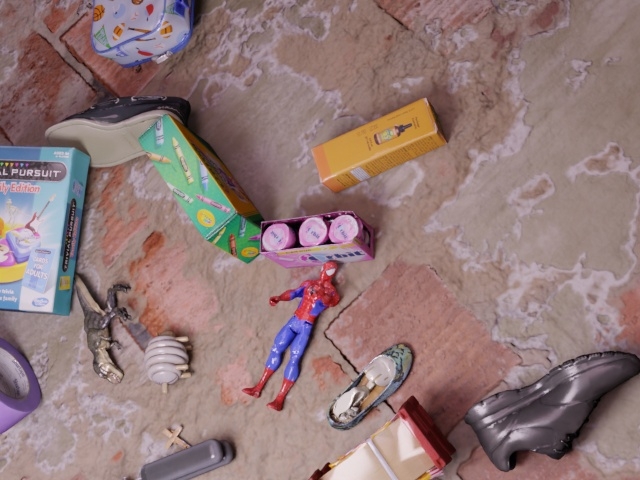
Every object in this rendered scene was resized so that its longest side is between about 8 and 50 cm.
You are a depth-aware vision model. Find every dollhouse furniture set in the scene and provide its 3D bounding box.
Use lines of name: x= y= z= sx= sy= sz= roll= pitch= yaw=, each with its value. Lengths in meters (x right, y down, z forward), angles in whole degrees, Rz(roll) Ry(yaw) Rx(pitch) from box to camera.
dollhouse furniture set: x=0.169 y=0.456 z=1.490 sx=0.201 sy=0.152 sz=0.374 roll=-38 pitch=79 yaw=9

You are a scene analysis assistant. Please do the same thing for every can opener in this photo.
can opener: x=-0.282 y=0.436 z=1.718 sx=0.280 sy=0.074 sz=0.093 roll=-28 pitch=68 yaw=14

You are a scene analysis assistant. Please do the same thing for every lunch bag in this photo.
lunch bag: x=-0.363 y=-0.517 z=2.025 sx=0.243 sy=0.115 sz=0.303 roll=-11 pitch=69 yaw=32

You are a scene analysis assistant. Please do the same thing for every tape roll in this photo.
tape roll: x=-0.643 y=0.278 z=1.868 sx=0.080 sy=0.189 sz=0.189 roll=-36 pitch=62 yaw=10

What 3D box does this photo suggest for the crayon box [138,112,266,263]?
crayon box: x=-0.214 y=-0.098 z=1.809 sx=0.081 sy=0.165 sz=0.278 roll=-41 pitch=62 yaw=8

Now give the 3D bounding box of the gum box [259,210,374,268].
gum box: x=0.000 y=0.000 z=1.713 sx=0.189 sy=0.107 sz=0.062 roll=-7 pitch=71 yaw=22

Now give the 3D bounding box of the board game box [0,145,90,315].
board game box: x=-0.623 y=-0.023 z=1.953 sx=0.254 sy=0.079 sz=0.335 roll=3 pitch=80 yaw=13

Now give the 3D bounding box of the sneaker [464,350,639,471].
sneaker: x=0.370 y=0.262 z=1.474 sx=0.286 sy=0.109 sz=0.130 roll=-32 pitch=69 yaw=23

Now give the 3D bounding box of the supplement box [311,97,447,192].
supplement box: x=0.106 y=-0.170 z=1.739 sx=0.234 sy=0.080 sz=0.078 roll=-23 pitch=66 yaw=18

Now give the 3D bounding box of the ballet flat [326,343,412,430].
ballet flat: x=0.081 y=0.249 z=1.620 sx=0.070 sy=0.070 sz=0.188 roll=41 pitch=93 yaw=29

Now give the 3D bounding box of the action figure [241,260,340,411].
action figure: x=-0.053 y=0.152 z=1.676 sx=0.092 sy=0.139 sz=0.280 roll=25 pitch=82 yaw=28

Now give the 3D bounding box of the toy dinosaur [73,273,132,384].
toy dinosaur: x=-0.427 y=0.147 z=1.889 sx=0.118 sy=0.064 sz=0.268 roll=-35 pitch=59 yaw=18

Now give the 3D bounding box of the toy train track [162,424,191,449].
toy train track: x=-0.256 y=0.373 z=1.762 sx=0.083 sy=0.014 sz=0.048 roll=31 pitch=80 yaw=23

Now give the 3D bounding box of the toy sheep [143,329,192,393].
toy sheep: x=-0.286 y=0.225 z=1.784 sx=0.091 sy=0.091 sz=0.132 roll=-20 pitch=48 yaw=17

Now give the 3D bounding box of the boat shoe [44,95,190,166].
boat shoe: x=-0.414 y=-0.241 z=1.982 sx=0.340 sy=0.127 sz=0.113 roll=-9 pitch=40 yaw=30
